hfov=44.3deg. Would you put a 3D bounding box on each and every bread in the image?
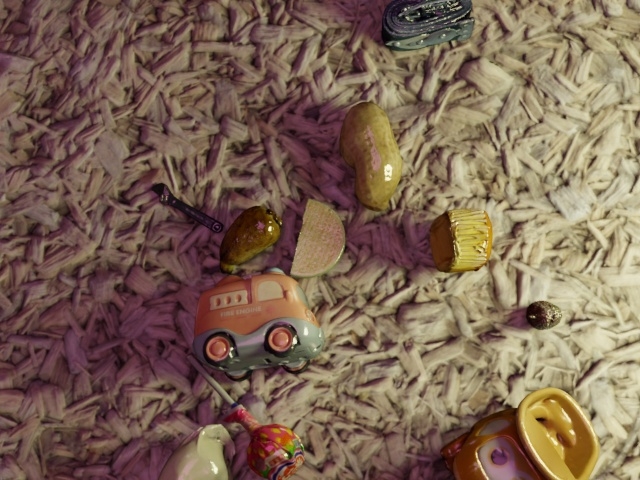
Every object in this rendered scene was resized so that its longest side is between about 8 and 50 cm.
[{"bbox_3d":[0.310,0.002,1.713,0.114,0.190,0.132,-4,80,-2],"label":"bread"},{"bbox_3d":[0.003,0.004,1.829,0.112,0.036,0.192,11,76,4],"label":"bread"}]

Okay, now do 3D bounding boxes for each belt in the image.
[{"bbox_3d":[0.249,-0.531,1.861,0.218,0.128,0.122,-14,76,3],"label":"belt"}]

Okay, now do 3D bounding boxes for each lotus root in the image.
[{"bbox_3d":[-0.174,0.000,1.823,0.191,0.094,0.108,-43,42,2],"label":"lotus root"}]

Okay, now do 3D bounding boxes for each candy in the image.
[{"bbox_3d":[-0.180,0.382,1.748,0.365,0.124,0.124,42,86,21],"label":"candy"}]

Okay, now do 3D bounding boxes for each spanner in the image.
[{"bbox_3d":[-0.322,-0.079,1.895,0.209,0.012,0.046,30,82,12],"label":"spanner"}]

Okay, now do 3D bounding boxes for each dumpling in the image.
[{"bbox_3d":[-0.265,0.520,1.706,0.132,0.162,0.250,6,63,44],"label":"dumpling"}]

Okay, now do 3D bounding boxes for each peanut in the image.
[{"bbox_3d":[0.117,-0.194,1.814,0.137,0.122,0.253,-26,74,42],"label":"peanut"}]

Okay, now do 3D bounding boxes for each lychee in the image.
[{"bbox_3d":[0.487,0.163,1.718,0.083,0.068,0.067,5,62,-21],"label":"lychee"}]

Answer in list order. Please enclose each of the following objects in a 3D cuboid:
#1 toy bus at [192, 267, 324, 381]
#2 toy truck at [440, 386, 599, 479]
[{"bbox_3d":[-0.141,0.180,1.741,0.288,0.194,0.232,-11,65,5],"label":"toy bus"},{"bbox_3d":[0.404,0.437,1.584,0.211,0.288,0.204,-46,71,41],"label":"toy truck"}]
